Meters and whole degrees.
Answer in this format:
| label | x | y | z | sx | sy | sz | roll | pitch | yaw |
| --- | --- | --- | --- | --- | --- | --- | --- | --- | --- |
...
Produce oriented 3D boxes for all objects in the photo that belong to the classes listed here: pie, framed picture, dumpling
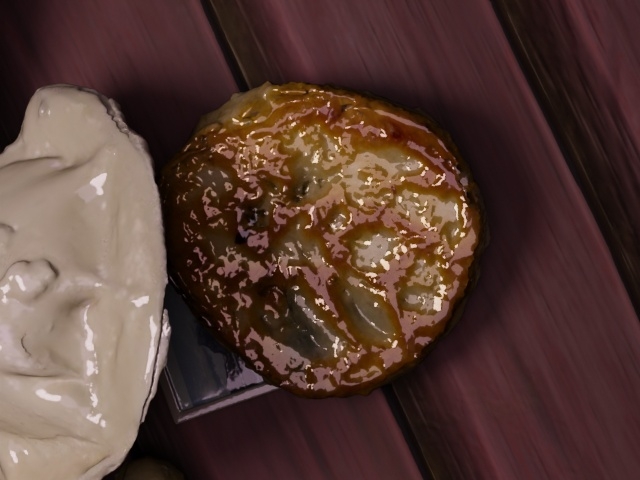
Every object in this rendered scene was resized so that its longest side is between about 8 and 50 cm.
| label | x | y | z | sx | sy | sz | roll | pitch | yaw |
| --- | --- | --- | --- | --- | --- | --- | --- | --- | --- |
| pie | 0.000 | 0.000 | 1.685 | 0.315 | 0.092 | 0.315 | 1 | 95 | 6 |
| framed picture | -0.106 | 0.059 | 1.746 | 0.150 | 0.015 | 0.203 | -19 | 90 | 9 |
| dumpling | -0.224 | 0.064 | 1.628 | 0.315 | 0.233 | 0.395 | 18 | 93 | 44 |

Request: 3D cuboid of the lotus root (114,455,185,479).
| label | x | y | z | sx | sy | sz | roll | pitch | yaw |
| --- | --- | --- | --- | --- | --- | --- | --- | --- | --- |
| lotus root | -0.144 | 0.293 | 1.727 | 0.077 | 0.090 | 0.183 | -21 | 92 | -18 |
